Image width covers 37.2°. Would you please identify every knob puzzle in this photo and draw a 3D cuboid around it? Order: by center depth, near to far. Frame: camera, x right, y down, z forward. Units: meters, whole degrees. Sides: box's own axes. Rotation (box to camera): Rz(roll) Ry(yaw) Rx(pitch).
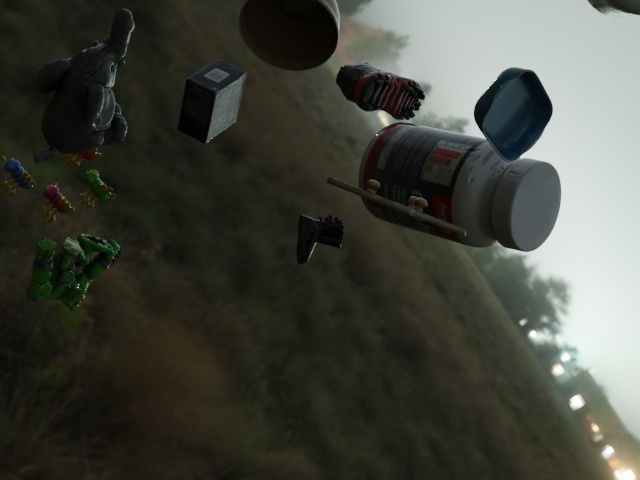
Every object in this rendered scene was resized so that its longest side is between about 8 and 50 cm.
[{"bbox_3d":[0.102,-0.064,1.397,0.213,0.030,0.213,21,5,-2],"label":"knob puzzle"}]

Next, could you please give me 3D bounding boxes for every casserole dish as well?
[{"bbox_3d":[0.280,-0.187,1.397,0.037,0.114,0.188,42,4,32],"label":"casserole dish"}]

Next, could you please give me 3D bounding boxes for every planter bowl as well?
[{"bbox_3d":[-0.042,-0.371,1.534,0.162,0.162,0.109,50,39,-37],"label":"planter bowl"}]

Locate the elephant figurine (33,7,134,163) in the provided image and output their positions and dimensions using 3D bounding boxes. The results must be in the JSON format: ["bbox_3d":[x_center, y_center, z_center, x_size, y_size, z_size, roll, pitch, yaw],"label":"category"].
[{"bbox_3d":[-0.422,-0.273,1.692,0.239,0.169,0.186,118,-32,-57],"label":"elephant figurine"}]

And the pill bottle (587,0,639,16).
[{"bbox_3d":[0.521,-0.452,1.586,0.162,0.162,0.278,55,12,-6],"label":"pill bottle"}]

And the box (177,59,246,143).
[{"bbox_3d":[-0.280,-0.359,2.451,0.093,0.158,0.156,27,38,13],"label":"box"}]

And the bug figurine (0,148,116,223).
[{"bbox_3d":[-0.633,-0.158,2.331,0.072,0.279,0.216,-88,153,-53],"label":"bug figurine"}]

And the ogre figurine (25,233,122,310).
[{"bbox_3d":[-0.427,0.050,1.618,0.097,0.118,0.197,32,15,1],"label":"ogre figurine"}]

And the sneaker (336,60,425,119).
[{"bbox_3d":[0.130,-0.338,2.120,0.135,0.098,0.276,35,18,29],"label":"sneaker"}]

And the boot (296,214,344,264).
[{"bbox_3d":[0.000,0.001,2.096,0.045,0.099,0.121,135,-39,-62],"label":"boot"}]

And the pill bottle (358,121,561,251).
[{"bbox_3d":[0.269,-0.104,1.859,0.363,0.210,0.210,18,-21,43],"label":"pill bottle"}]
